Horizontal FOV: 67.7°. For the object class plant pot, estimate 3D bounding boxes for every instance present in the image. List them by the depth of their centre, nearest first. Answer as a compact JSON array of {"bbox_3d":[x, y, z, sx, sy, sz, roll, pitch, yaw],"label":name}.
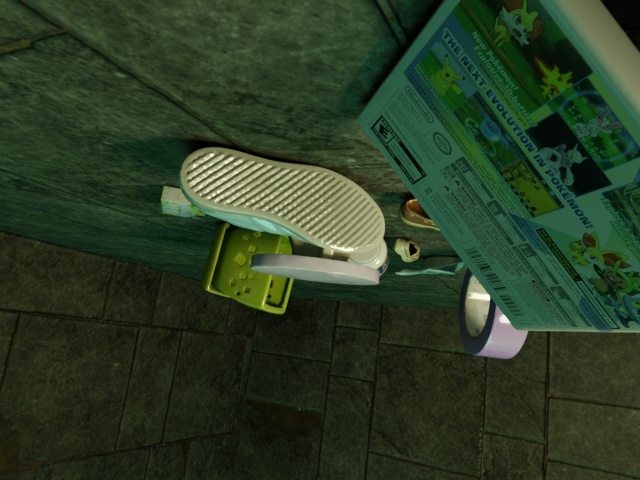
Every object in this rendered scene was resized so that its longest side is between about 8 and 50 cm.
[{"bbox_3d":[-0.199,0.076,1.369,0.207,0.228,0.227,11,170,13],"label":"plant pot"}]

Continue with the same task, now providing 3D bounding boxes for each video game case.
[{"bbox_3d":[0.187,-0.053,0.443,0.329,0.036,0.300,53,163,0],"label":"video game case"}]

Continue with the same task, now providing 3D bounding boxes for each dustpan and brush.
[{"bbox_3d":[0.334,0.084,1.451,0.211,0.060,0.147,5,168,12],"label":"dustpan and brush"}]

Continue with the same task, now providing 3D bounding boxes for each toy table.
[{"bbox_3d":[0.000,0.000,1.018,0.275,0.160,0.252,12,167,-26],"label":"toy table"}]

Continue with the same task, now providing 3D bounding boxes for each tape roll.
[{"bbox_3d":[0.452,0.168,1.256,0.090,0.274,0.275,8,168,-1],"label":"tape roll"}]

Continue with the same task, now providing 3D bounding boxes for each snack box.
[{"bbox_3d":[-0.314,-0.084,1.106,0.100,0.037,0.141,12,167,-14],"label":"snack box"}]

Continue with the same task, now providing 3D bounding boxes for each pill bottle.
[{"bbox_3d":[0.115,0.032,1.214,0.112,0.111,0.186,5,168,12],"label":"pill bottle"}]

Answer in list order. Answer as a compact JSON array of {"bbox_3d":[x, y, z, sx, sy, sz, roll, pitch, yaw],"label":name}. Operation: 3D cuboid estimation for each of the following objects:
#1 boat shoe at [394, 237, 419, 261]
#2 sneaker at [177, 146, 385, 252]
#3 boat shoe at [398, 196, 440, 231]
[{"bbox_3d":[0.240,0.029,1.275,0.045,0.050,0.135,6,169,33],"label":"boat shoe"},{"bbox_3d":[-0.066,-0.070,0.850,0.366,0.135,0.150,20,173,-16],"label":"sneaker"},{"bbox_3d":[0.235,-0.047,0.883,0.178,0.064,0.060,8,170,8],"label":"boat shoe"}]
